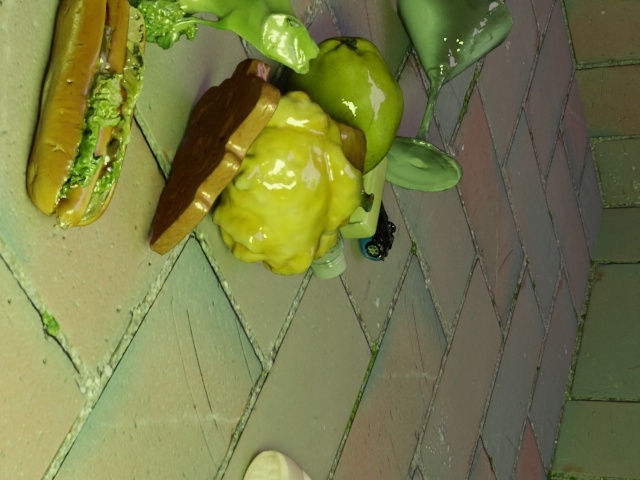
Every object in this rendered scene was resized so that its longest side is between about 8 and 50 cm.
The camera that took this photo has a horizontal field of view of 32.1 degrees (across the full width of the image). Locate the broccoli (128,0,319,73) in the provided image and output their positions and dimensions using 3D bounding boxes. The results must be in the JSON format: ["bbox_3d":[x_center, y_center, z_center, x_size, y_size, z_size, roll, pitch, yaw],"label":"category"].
[{"bbox_3d":[-0.157,-0.371,1.522,0.186,0.254,0.302,67,11,-54],"label":"broccoli"}]

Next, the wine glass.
[{"bbox_3d":[0.246,-0.323,2.361,0.267,0.267,0.406,50,49,-52],"label":"wine glass"}]

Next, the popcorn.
[{"bbox_3d":[-0.035,-0.101,1.754,0.316,0.281,0.297,-44,145,-42],"label":"popcorn"}]

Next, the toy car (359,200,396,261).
[{"bbox_3d":[0.090,-0.058,2.221,0.103,0.063,0.216,-55,131,-52],"label":"toy car"}]

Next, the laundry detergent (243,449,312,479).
[{"bbox_3d":[-0.033,0.484,1.909,0.335,0.087,0.159,55,40,-50],"label":"laundry detergent"}]

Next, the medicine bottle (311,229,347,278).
[{"bbox_3d":[0.000,0.000,2.008,0.080,0.080,0.130,-62,140,-46],"label":"medicine bottle"}]

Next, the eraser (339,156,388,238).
[{"bbox_3d":[0.055,-0.090,2.085,0.058,0.117,0.172,50,46,-53],"label":"eraser"}]

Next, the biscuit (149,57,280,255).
[{"bbox_3d":[-0.154,-0.115,1.565,0.043,0.284,0.306,29,85,-24],"label":"biscuit"}]

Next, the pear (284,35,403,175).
[{"bbox_3d":[0.042,-0.231,1.964,0.212,0.212,0.269,-57,154,-50],"label":"pear"}]

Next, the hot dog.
[{"bbox_3d":[-0.285,-0.165,1.404,0.135,0.100,0.337,41,52,-58],"label":"hot dog"}]
